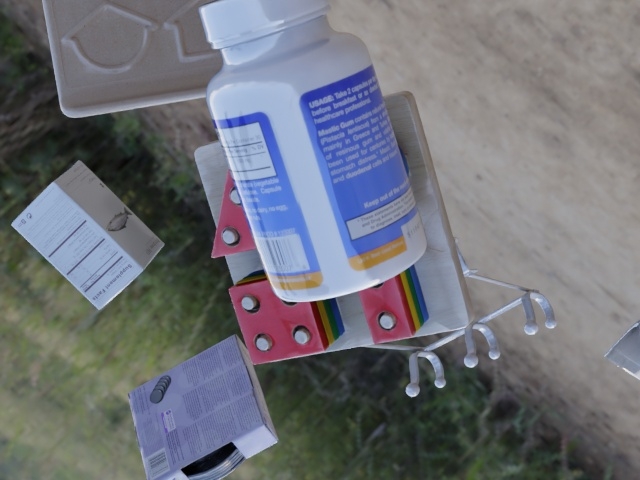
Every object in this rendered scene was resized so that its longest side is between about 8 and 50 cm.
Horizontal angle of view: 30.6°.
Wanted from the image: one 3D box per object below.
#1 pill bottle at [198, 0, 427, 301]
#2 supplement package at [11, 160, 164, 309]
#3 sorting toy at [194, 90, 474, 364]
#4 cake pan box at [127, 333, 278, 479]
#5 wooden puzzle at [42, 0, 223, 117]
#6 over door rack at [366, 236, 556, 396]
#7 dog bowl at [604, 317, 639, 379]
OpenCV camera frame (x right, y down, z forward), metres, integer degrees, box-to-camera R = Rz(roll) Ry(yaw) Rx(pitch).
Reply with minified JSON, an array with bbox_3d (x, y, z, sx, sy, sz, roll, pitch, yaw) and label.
[{"bbox_3d":[-0.012,-0.095,1.046,0.152,0.152,0.272,12,122,65],"label":"pill bottle"},{"bbox_3d":[-0.337,-0.009,1.711,0.179,0.105,0.105,45,-158,-9],"label":"supplement package"},{"bbox_3d":[0.000,0.000,1.235,0.257,0.089,0.255,-12,100,25],"label":"sorting toy"},{"bbox_3d":[-0.221,0.328,2.176,0.070,0.246,0.267,56,-175,-39],"label":"cake pan box"},{"bbox_3d":[-0.235,-0.362,1.681,0.080,0.322,0.347,121,139,-85],"label":"wooden puzzle"},{"bbox_3d":[0.194,0.135,1.777,0.324,0.239,0.108,27,-142,-50],"label":"over door rack"},{"bbox_3d":[0.470,0.170,1.213,0.349,0.102,0.349,32,-179,-1],"label":"dog bowl"}]
